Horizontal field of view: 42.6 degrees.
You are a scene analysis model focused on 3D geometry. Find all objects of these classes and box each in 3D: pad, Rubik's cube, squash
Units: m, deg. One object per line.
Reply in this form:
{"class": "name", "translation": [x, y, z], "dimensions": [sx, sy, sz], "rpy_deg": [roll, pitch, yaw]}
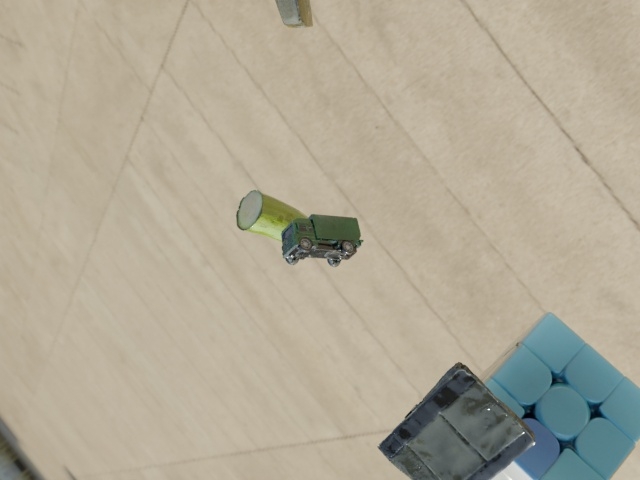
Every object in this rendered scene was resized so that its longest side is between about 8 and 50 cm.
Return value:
{"class": "pad", "translation": [0.220, 0.331, 1.345], "dimensions": [0.174, 0.022, 0.233], "rpy_deg": [43, 117, 12]}
{"class": "Rubik's cube", "translation": [0.444, 0.370, 1.667], "dimensions": [0.290, 0.291, 0.291], "rpy_deg": [44, 161, 12]}
{"class": "squash", "translation": [-0.086, -0.043, 1.827], "dimensions": [0.188, 0.095, 0.095], "rpy_deg": [20, 174, -37]}

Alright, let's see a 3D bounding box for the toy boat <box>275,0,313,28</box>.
{"class": "toy boat", "translation": [-0.054, -0.463, 1.392], "dimensions": [0.068, 0.088, 0.226], "rpy_deg": [2, 134, 21]}

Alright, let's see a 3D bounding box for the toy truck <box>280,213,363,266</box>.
{"class": "toy truck", "translation": [0.000, 0.000, 1.483], "dimensions": [0.065, 0.147, 0.079], "rpy_deg": [-45, 51, 48]}
